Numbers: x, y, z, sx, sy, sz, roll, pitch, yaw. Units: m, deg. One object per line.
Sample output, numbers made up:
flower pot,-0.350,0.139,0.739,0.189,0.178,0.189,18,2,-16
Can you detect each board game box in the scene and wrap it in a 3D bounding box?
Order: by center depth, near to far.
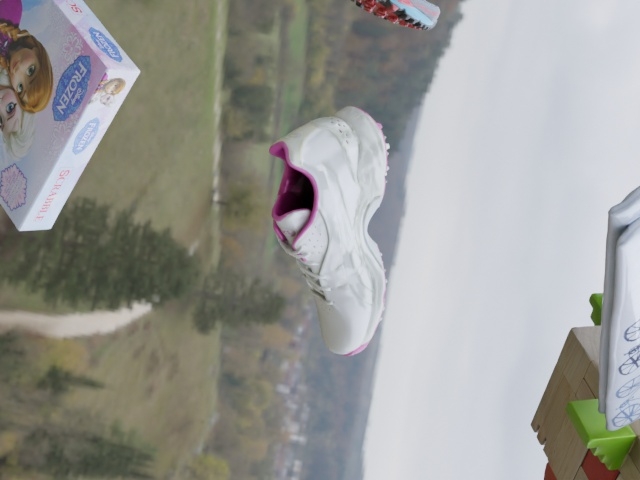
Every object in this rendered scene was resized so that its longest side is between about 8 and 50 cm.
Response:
board game box,-0.444,-0.236,1.616,0.066,0.318,0.319,-7,140,-51

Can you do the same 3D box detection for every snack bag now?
snack bag,0.361,-0.003,0.821,0.037,0.342,0.323,57,-8,35

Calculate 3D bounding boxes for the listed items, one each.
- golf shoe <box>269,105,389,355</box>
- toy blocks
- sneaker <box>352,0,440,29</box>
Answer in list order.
golf shoe,0.000,0.000,1.245,0.115,0.140,0.306,24,-57,50
toy blocks,0.307,0.274,1.045,0.381,0.191,0.261,-111,-155,-48
sneaker,0.067,-0.360,1.306,0.125,0.262,0.104,-56,-149,1
